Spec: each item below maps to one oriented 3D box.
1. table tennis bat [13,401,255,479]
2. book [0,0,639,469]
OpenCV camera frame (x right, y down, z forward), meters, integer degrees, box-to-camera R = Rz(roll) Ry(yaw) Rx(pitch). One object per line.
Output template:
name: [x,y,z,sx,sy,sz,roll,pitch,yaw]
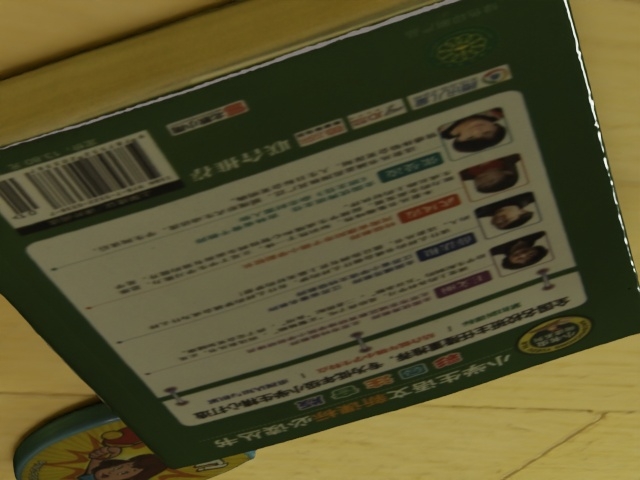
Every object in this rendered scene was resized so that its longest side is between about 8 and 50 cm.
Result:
table tennis bat: [-0.056,0.081,0.826,0.155,0.019,0.100,-18,153,13]
book: [0.000,0.000,0.658,0.202,0.027,0.264,-18,152,7]
